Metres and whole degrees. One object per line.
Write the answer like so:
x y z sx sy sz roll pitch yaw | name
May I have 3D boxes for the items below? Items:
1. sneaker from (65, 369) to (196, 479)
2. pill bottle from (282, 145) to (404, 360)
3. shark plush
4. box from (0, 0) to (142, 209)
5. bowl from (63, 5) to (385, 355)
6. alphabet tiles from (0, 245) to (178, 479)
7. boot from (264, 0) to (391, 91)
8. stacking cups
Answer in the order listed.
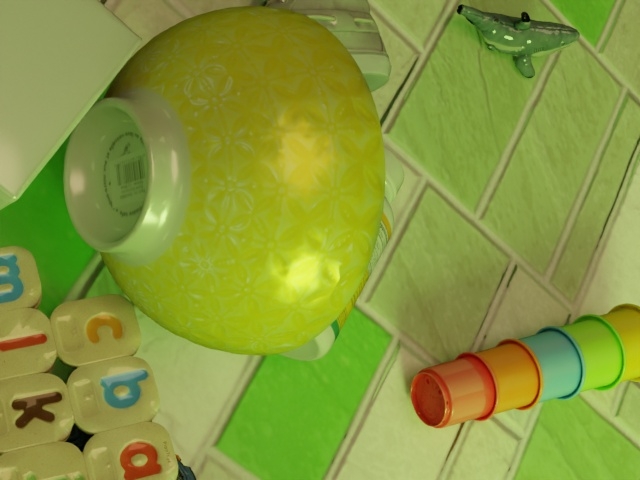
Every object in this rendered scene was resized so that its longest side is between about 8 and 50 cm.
-0.155 0.199 0.878 0.087 0.083 0.221 -9 80 -59 | sneaker
0.000 0.000 0.990 0.117 0.117 0.208 41 61 -19 | pill bottle
0.230 -0.261 1.228 0.161 0.067 0.073 25 67 -27 | shark plush
-0.342 -0.173 0.743 0.345 0.215 0.168 42 60 -19 | box
-0.105 -0.048 0.812 0.156 0.289 0.290 -1 80 -47 | bowl
-0.261 0.141 0.784 0.278 0.021 0.284 -10 67 -24 | alphabet tiles
-0.044 -0.213 1.034 0.258 0.095 0.123 -4 76 -42 | boot
0.240 0.148 1.140 0.316 0.096 0.096 -12 86 -31 | stacking cups
